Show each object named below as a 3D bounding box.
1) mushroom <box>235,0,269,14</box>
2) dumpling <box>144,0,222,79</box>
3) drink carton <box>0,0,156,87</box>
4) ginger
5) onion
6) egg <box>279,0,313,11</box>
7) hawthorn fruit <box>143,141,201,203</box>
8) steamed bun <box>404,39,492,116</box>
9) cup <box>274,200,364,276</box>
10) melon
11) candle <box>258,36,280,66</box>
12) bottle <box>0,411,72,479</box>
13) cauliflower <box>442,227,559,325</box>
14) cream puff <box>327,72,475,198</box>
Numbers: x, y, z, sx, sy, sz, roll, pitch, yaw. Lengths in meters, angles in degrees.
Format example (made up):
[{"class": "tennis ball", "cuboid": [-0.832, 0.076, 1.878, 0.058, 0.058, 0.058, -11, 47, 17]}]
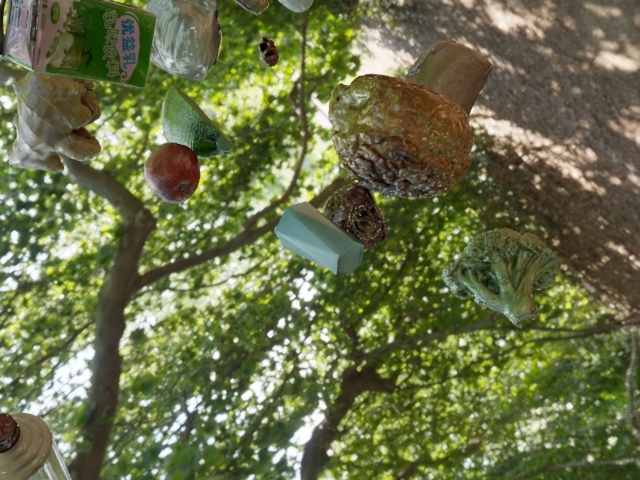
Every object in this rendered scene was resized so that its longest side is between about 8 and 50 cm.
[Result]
[{"class": "mushroom", "cuboid": [-0.250, -0.706, 1.562, 0.096, 0.099, 0.278, 18, 176, 42]}, {"class": "dumpling", "cuboid": [-0.380, -0.576, 1.597, 0.226, 0.243, 0.175, 21, -168, -4]}, {"class": "drink carton", "cuboid": [-0.462, -0.400, 1.122, 0.108, 0.161, 0.271, 24, -163, 28]}, {"class": "ginger", "cuboid": [-0.677, -0.287, 1.497, 0.236, 0.375, 0.166, 18, -121, -18]}, {"class": "onion", "cuboid": [0.093, -0.069, 1.850, 0.216, 0.206, 0.207, -61, -54, -85]}, {"class": "egg", "cuboid": [-0.089, -0.809, 1.780, 0.151, 0.151, 0.209, -120, 10, -69]}, {"class": "hawthorn fruit", "cuboid": [-0.432, -0.194, 1.695, 0.173, 0.173, 0.173, 48, -176, -5]}, {"class": "steamed bun", "cuboid": [0.368, -0.502, 1.807, 0.199, 0.252, 0.301, 23, -172, -22]}, {"class": "cup", "cuboid": [0.000, 0.000, 1.594, 0.235, 0.148, 0.134, 32, 131, 40]}, {"class": "melon", "cuboid": [-0.392, -0.348, 1.793, 0.124, 0.196, 0.323, -10, -148, -34]}, {"class": "candle", "cuboid": [-0.153, -0.556, 1.732, 0.302, 0.059, 0.084, -108, 11, -75]}, {"class": "bottle", "cuboid": [-0.404, 0.306, 0.779, 0.104, 0.104, 0.245, 51, 148, 32]}, {"class": "cauliflower", "cuboid": [0.506, 0.115, 1.614, 0.260, 0.327, 0.281, 65, -156, -67]}, {"class": "cream puff", "cuboid": [0.159, -0.213, 1.262, 0.343, 0.231, 0.327, 20, -173, 18]}]
